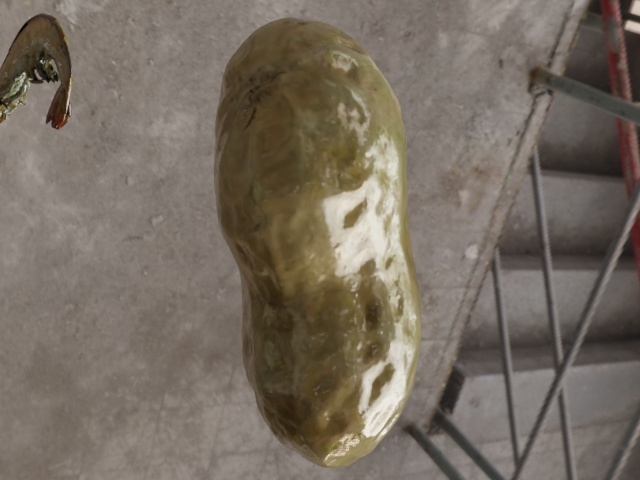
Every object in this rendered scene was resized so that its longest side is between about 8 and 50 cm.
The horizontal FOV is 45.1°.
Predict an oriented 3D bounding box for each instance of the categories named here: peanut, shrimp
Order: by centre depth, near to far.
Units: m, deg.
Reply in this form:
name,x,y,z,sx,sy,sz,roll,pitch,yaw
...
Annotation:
name,x,y,z,sx,sy,sz,roll,pitch,yaw
peanut,0.000,0.000,0.664,0.169,0.192,0.387,-8,89,13
shrimp,-0.314,-0.157,0.840,0.178,0.124,0.034,-46,157,27
